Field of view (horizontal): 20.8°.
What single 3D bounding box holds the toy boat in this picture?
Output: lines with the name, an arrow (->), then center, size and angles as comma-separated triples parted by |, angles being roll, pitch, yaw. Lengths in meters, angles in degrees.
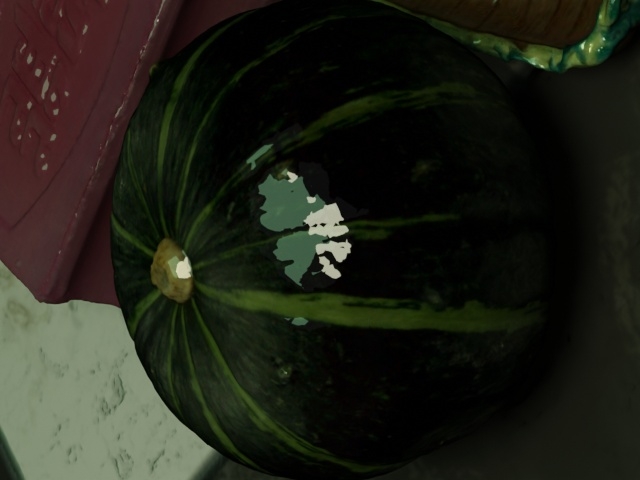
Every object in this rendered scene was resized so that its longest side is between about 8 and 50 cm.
toy boat -> 0.096, -0.180, 1.161 | 0.293, 0.099, 0.108 | 17, 100, 37

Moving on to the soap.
soap -> -0.172, -0.150, 1.409 | 0.233, 0.128, 0.359 | 41, 115, 39

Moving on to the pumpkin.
pumpkin -> 0.000, 0.000, 1.138 | 0.323, 0.241, 0.323 | 7, 99, 49
